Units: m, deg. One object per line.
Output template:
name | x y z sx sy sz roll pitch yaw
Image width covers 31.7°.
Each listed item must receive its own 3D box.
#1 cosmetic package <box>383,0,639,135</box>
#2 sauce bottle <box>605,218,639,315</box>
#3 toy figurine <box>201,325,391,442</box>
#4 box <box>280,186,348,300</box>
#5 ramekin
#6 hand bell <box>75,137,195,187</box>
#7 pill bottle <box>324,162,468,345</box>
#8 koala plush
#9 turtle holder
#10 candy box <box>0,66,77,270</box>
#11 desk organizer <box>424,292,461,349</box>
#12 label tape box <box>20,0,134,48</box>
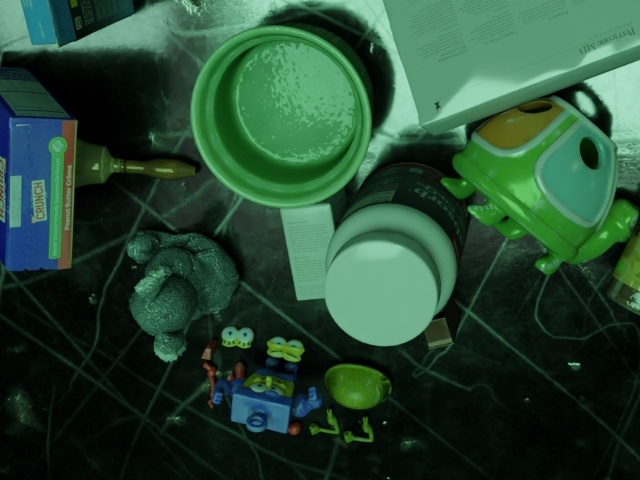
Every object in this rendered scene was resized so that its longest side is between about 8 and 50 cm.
cosmetic package | 0.297 -0.360 1.735 0.377 0.097 0.285 -19 77 18
sauce bottle | 0.583 -0.041 1.824 0.111 0.111 0.344 26 99 2
toy figurine | -0.070 0.313 2.054 0.362 0.217 0.191 14 112 7
box | 0.000 0.000 1.970 0.091 0.130 0.171 -5 108 15
ramekin | -0.052 -0.220 1.890 0.303 0.148 0.303 4 111 11
hand bell | -0.345 -0.134 2.025 0.242 0.126 0.126 3 111 -2
pill bottle | 0.124 0.019 1.824 0.210 0.363 0.210 4 111 10
koala plush | -0.265 0.096 2.013 0.203 0.221 0.196 -4 109 13
turtle holder | 0.376 -0.082 1.803 0.320 0.243 0.227 40 98 0
candy box | -0.520 -0.131 1.936 0.122 0.317 0.268 -3 115 -28
desk organizer | 0.212 0.139 1.976 0.047 0.130 0.050 -14 104 17
label tape box | -0.419 -0.443 1.785 0.105 0.334 0.241 -6 108 14
